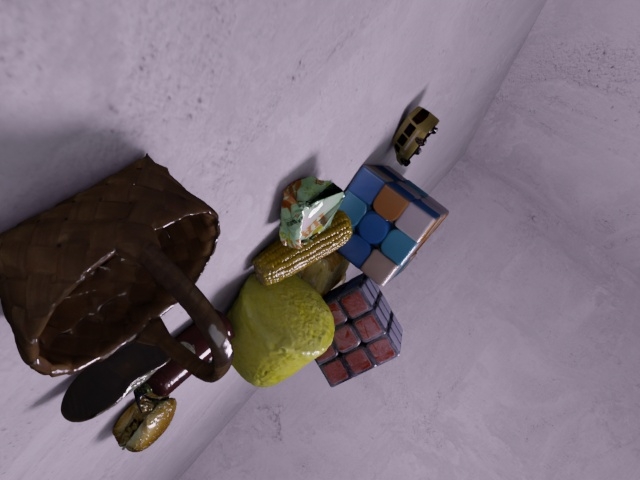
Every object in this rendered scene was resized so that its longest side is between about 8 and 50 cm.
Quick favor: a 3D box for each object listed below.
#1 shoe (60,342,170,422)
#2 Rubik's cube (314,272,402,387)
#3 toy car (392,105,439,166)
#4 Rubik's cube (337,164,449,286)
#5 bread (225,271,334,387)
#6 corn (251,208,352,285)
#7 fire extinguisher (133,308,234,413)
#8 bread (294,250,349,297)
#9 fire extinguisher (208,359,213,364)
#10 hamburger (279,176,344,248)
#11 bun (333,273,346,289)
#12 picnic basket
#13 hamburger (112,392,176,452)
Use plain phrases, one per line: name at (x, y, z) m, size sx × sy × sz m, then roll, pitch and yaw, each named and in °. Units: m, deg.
shoe at (-0.474, 0.323, 1.080) m, size 0.098 × 0.103 × 0.275 m, roll -43°, pitch 172°, yaw 38°
Rubik's cube at (0.120, 0.333, 1.803) m, size 0.305 × 0.303 × 0.301 m, roll -28°, pitch 180°, yaw 16°
toy car at (0.347, -0.392, 1.760) m, size 0.101 × 0.124 × 0.256 m, roll -45°, pitch 175°, yaw -21°
Rubik's cube at (0.259, -0.074, 1.856) m, size 0.344 × 0.347 × 0.347 m, roll -56°, pitch 167°, yaw 20°
bread at (-0.159, 0.291, 1.551) m, size 0.308 × 0.348 × 0.348 m, roll -46°, pitch 171°, yaw 31°
corn at (-0.058, 0.020, 1.460) m, size 0.345 × 0.131 × 0.131 m, roll -29°, pitch 161°, yaw -16°
fire extinguisher at (-0.395, 0.340, 1.311) m, size 0.337 × 0.136 × 0.114 m, roll -40°, pitch 128°, yaw -37°
bread at (0.005, 0.115, 1.888) m, size 0.236 × 0.165 × 0.375 m, roll -67°, pitch 167°, yaw 21°
fire extinguisher at (-0.341, 0.419, 1.796) m, size 0.294 × 0.118 × 0.093 m, roll -33°, pitch 124°, yaw -51°
hamburger at (-0.023, -0.089, 1.332) m, size 0.235 × 0.125 × 0.214 m, roll -41°, pitch 161°, yaw -35°
bun at (0.039, 0.220, 2.347) m, size 0.272 × 0.168 × 0.273 m, roll -55°, pitch 171°, yaw -12°
picnic basket at (-0.250, 0.088, 0.682) m, size 0.337 × 0.337 × 0.293 m, roll -41°, pitch 164°, yaw -34°
hamburger at (-0.547, 0.574, 1.478) m, size 0.189 × 0.122 × 0.215 m, roll -53°, pitch 169°, yaw 3°
